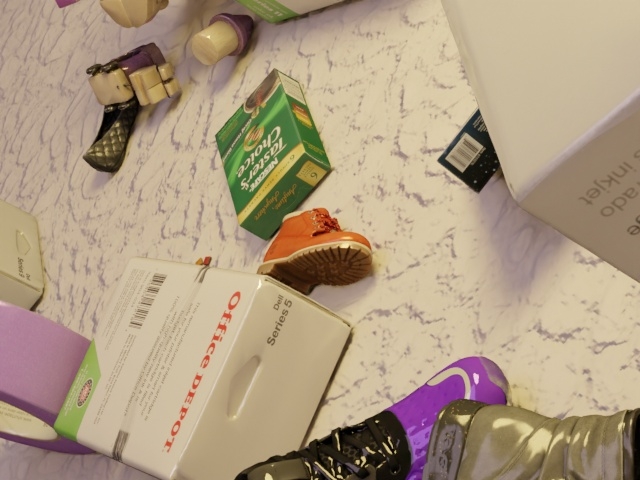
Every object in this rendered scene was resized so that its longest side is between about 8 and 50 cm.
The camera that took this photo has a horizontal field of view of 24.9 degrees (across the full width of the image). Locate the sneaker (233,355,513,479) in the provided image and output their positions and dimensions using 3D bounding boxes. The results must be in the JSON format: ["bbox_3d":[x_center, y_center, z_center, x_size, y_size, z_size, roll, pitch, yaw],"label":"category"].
[{"bbox_3d":[0.017,0.192,1.087,0.293,0.146,0.102,-51,32,15],"label":"sneaker"}]

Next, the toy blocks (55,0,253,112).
[{"bbox_3d":[-0.172,-0.367,1.835,0.288,0.309,0.260,-3,28,42],"label":"toy blocks"}]

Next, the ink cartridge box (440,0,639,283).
[{"bbox_3d":[0.300,-0.069,0.659,0.285,0.395,0.166,-42,37,27],"label":"ink cartridge box"}]

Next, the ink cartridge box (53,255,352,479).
[{"bbox_3d":[-0.118,0.131,1.370,0.273,0.115,0.198,7,70,58],"label":"ink cartridge box"}]

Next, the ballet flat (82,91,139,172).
[{"bbox_3d":[-0.276,-0.166,1.924,0.057,0.049,0.173,-30,41,38],"label":"ballet flat"}]

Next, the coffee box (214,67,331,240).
[{"bbox_3d":[-0.054,-0.095,1.544,0.113,0.040,0.184,-46,33,21],"label":"coffee box"}]

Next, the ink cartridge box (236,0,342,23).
[{"bbox_3d":[0.034,-0.377,1.583,0.353,0.119,0.207,-4,60,56],"label":"ink cartridge box"}]

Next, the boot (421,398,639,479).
[{"bbox_3d":[0.136,0.224,0.952,0.161,0.083,0.246,3,78,40],"label":"boot"}]

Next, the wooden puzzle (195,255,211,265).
[{"bbox_3d":[-0.142,0.055,1.578,0.049,0.006,0.083,-24,45,44],"label":"wooden puzzle"}]

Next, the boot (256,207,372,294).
[{"bbox_3d":[0.000,0.000,1.371,0.158,0.059,0.084,-12,49,53],"label":"boot"}]

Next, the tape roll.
[{"bbox_3d":[-0.353,0.140,1.548,0.275,0.275,0.090,-10,56,52],"label":"tape roll"}]

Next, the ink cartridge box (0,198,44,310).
[{"bbox_3d":[-0.513,0.091,1.976,0.289,0.121,0.211,-50,31,16],"label":"ink cartridge box"}]

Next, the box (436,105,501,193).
[{"bbox_3d":[0.187,-0.149,1.160,0.233,0.044,0.159,-52,-2,13],"label":"box"}]
